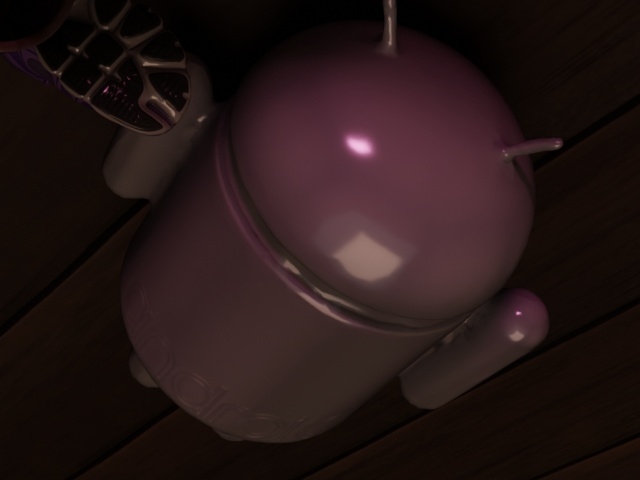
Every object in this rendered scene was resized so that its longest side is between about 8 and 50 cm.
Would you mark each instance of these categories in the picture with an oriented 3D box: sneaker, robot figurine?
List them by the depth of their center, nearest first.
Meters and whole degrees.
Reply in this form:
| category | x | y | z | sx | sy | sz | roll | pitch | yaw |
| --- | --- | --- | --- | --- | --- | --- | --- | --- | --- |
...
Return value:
| category | x | y | z | sx | sy | sz | roll | pitch | yaw |
| --- | --- | --- | --- | --- | --- | --- | --- | --- | --- |
| sneaker | -0.142 | -0.113 | 0.650 | 0.170 | 0.068 | 0.071 | 36 | 162 | 18 |
| robot figurine | 0.000 | 0.000 | 0.718 | 0.300 | 0.200 | 0.353 | 32 | 135 | -10 |

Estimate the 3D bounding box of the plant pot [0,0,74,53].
| category | x | y | z | sx | sy | sz | roll | pitch | yaw |
| --- | --- | --- | --- | --- | --- | --- | --- | --- | --- |
| plant pot | -0.238 | -0.153 | 0.564 | 0.165 | 0.167 | 0.167 | -14 | 141 | 30 |
